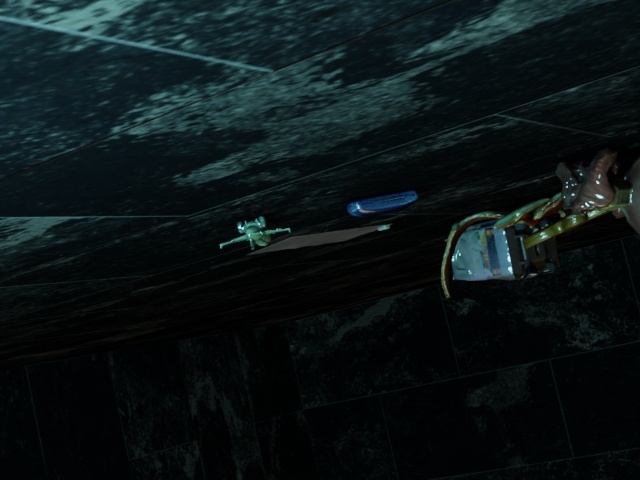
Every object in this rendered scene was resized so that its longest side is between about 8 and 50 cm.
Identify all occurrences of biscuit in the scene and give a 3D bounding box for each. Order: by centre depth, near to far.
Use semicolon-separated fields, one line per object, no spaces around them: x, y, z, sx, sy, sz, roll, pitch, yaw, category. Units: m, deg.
0.433;-0.039;1.846;0.205;0.031;0.138;-27;173;10;biscuit

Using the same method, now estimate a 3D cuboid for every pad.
0.000;0.000;1.548;0.188;0.006;0.113;-8;173;-39;pad

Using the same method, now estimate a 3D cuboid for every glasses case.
0.070;-0.040;1.247;0.083;0.023;0.033;-9;171;-26;glasses case

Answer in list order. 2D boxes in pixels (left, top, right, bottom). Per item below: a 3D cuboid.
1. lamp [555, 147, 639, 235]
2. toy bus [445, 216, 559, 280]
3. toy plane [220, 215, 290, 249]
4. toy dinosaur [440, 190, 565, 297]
0.420;-0.048;1.314;0.223;0.151;0.215;-14;170;31;lamp
0.339;0.021;1.995;0.138;0.112;0.317;-11;174;26;toy bus
-0.070;-0.008;1.208;0.080;0.033;0.083;-15;-179;11;toy plane
0.346;-0.011;1.690;0.327;0.113;0.206;-14;174;-4;toy dinosaur
